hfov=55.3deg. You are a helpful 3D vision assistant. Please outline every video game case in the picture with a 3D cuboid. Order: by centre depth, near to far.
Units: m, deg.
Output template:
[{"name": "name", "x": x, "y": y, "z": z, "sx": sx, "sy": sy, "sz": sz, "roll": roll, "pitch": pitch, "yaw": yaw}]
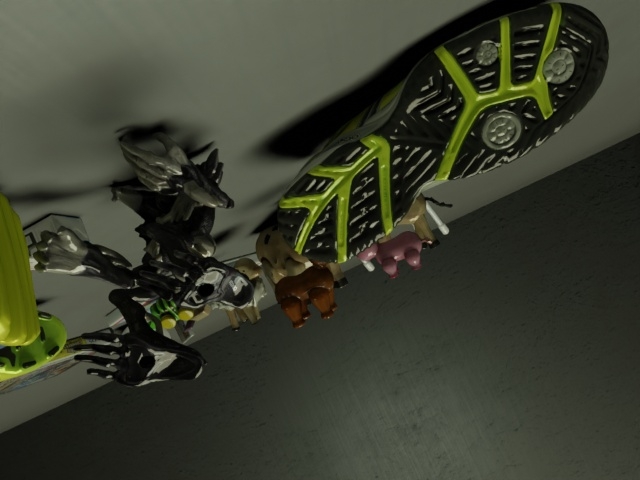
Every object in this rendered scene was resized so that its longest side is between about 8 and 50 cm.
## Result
[{"name": "video game case", "x": -0.269, "y": 0.096, "z": 1.256, "sx": 0.204, "sy": 0.025, "sz": 0.285, "roll": -31, "pitch": 170, "yaw": 39}, {"name": "video game case", "x": -0.626, "y": 0.282, "z": 1.339, "sx": 0.275, "sy": 0.035, "sz": 0.248, "roll": -30, "pitch": 171, "yaw": 32}, {"name": "video game case", "x": -0.349, "y": 0.209, "z": 1.525, "sx": 0.011, "sy": 0.087, "sz": 0.122, "roll": -24, "pitch": 173, "yaw": -28}]

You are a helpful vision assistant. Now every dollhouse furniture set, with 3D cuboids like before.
[{"name": "dollhouse furniture set", "x": -0.301, "y": 0.138, "z": 1.392, "sx": 0.114, "sy": 0.081, "sz": 0.091, "roll": -30, "pitch": -146, "yaw": 44}]

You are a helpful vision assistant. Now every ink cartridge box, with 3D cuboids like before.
[{"name": "ink cartridge box", "x": -0.277, "y": 0.007, "z": 0.599, "sx": 0.083, "sy": 0.028, "sz": 0.048, "roll": -26, "pitch": 172, "yaw": 11}]

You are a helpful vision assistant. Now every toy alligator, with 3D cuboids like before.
[{"name": "toy alligator", "x": -0.251, "y": 0.110, "z": 1.133, "sx": 0.189, "sy": 0.056, "sz": 0.051, "roll": -26, "pitch": 132, "yaw": 7}]

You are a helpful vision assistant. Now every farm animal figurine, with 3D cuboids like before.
[{"name": "farm animal figurine", "x": 0.000, "y": 0.000, "z": 1.002, "sx": 0.326, "sy": 0.172, "sz": 0.330, "roll": -15, "pitch": -170, "yaw": 46}]

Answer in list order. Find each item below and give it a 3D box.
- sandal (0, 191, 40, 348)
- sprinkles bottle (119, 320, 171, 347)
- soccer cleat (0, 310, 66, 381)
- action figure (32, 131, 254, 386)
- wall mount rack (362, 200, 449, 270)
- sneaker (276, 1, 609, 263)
[{"name": "sandal", "x": -0.279, "y": 0.014, "z": 0.366, "sx": 0.138, "sy": 0.126, "sz": 0.317, "roll": -16, "pitch": 165, "yaw": -4}, {"name": "sprinkles bottle", "x": -0.445, "y": 0.282, "z": 1.596, "sx": 0.121, "sy": 0.121, "sz": 0.355, "roll": -23, "pitch": 173, "yaw": -16}, {"name": "soccer cleat", "x": -0.475, "y": 0.164, "z": 0.789, "sx": 0.121, "sy": 0.093, "sz": 0.289, "roll": -23, "pitch": -179, "yaw": 39}, {"name": "action figure", "x": -0.146, "y": -0.007, "z": 0.521, "sx": 0.164, "sy": 0.141, "sz": 0.276, "roll": -52, "pitch": -152, "yaw": 9}, {"name": "wall mount rack", "x": 0.132, "y": -0.024, "z": 1.319, "sx": 0.350, "sy": 0.130, "sz": 0.304, "roll": -27, "pitch": 172, "yaw": 19}, {"name": "sneaker", "x": 0.113, "y": -0.130, "z": 0.664, "sx": 0.384, "sy": 0.145, "sz": 0.147, "roll": -30, "pitch": -158, "yaw": 17}]
